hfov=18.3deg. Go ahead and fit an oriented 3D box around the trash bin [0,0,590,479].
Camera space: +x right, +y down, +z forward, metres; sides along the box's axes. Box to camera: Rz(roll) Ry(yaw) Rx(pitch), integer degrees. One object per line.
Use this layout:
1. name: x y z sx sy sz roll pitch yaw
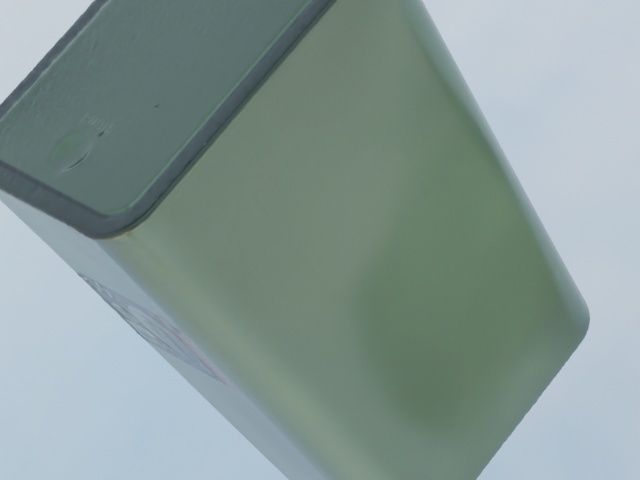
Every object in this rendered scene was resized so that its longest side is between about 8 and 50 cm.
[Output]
1. trash bin: 0.000 0.000 1.133 0.158 0.343 0.223 24 -111 47
